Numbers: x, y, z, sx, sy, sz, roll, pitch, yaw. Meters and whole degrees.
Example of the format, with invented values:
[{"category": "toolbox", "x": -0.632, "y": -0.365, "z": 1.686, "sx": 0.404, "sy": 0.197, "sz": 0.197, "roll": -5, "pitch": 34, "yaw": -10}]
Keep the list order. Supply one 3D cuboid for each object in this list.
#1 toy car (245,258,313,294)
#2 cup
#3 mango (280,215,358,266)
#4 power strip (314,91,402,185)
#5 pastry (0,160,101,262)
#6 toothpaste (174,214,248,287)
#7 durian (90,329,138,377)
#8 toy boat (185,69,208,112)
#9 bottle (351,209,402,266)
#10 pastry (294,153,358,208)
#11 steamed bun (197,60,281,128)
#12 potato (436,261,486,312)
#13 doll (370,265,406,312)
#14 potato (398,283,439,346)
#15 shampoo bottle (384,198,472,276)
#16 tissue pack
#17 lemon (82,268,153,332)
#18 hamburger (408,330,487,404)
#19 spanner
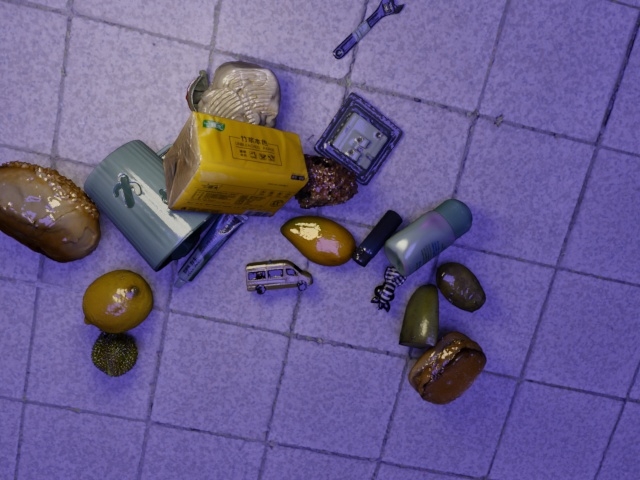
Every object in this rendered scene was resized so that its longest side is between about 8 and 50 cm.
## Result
[{"category": "toy car", "x": -0.159, "y": 0.133, "z": 1.865, "sx": 0.256, "sy": 0.101, "sz": 0.125, "roll": -6, "pitch": 99, "yaw": -1}, {"category": "cup", "x": -0.557, "y": -0.143, "z": 1.718, "sx": 0.392, "sy": 0.401, "sz": 0.310, "roll": 46, "pitch": 132, "yaw": -6}, {"category": "mango", "x": 0.000, "y": 0.000, "z": 1.841, "sx": 0.316, "sy": 0.119, "sz": 0.177, "roll": 24, "pitch": 99, "yaw": -2}, {"category": "power strip", "x": 0.144, "y": -0.369, "z": 1.779, "sx": 0.251, "sy": 0.092, "sz": 0.257, "roll": 34, "pitch": 95, "yaw": -6}, {"category": "pastry", "x": -0.939, "y": -0.102, "z": 1.651, "sx": 0.409, "sy": 0.409, "sz": 0.245, "roll": 31, "pitch": 65, "yaw": -9}, {"category": "toothpaste", "x": -0.429, "y": 0.031, "z": 1.847, "sx": 0.098, "sy": 0.061, "sz": 0.392, "roll": 39, "pitch": 96, "yaw": -8}, {"category": "durian", "x": -0.798, "y": 0.429, "z": 1.875, "sx": 0.159, "sy": 0.146, "sz": 0.198, "roll": -39, "pitch": 89, "yaw": 8}, {"category": "toy boat", "x": -0.431, "y": -0.506, "z": 1.718, "sx": 0.071, "sy": 0.089, "sz": 0.185, "roll": 15, "pitch": 110, "yaw": 39}, {"category": "bottle", "x": 0.211, "y": -0.007, "z": 1.824, "sx": 0.244, "sy": 0.072, "sz": 0.082, "roll": -51, "pitch": 143, "yaw": -15}, {"category": "pastry", "x": -0.003, "y": -0.195, "z": 1.725, "sx": 0.274, "sy": 0.275, "sz": 0.193, "roll": 15, "pitch": 87, "yaw": -6}, {"category": "steamed bun", "x": -0.282, "y": -0.471, "z": 1.681, "sx": 0.275, "sy": 0.203, "sz": 0.289, "roll": 0, "pitch": 122, "yaw": -12}, {"category": "potato", "x": 0.548, "y": 0.180, "z": 1.908, "sx": 0.251, "sy": 0.113, "sz": 0.149, "roll": 39, "pitch": 89, "yaw": -9}, {"category": "doll", "x": 0.274, "y": 0.176, "z": 1.917, "sx": 0.091, "sy": 0.067, "sz": 0.220, "roll": 27, "pitch": 94, "yaw": -6}, {"category": "potato", "x": 0.385, "y": 0.289, "z": 1.911, "sx": 0.111, "sy": 0.269, "sz": 0.256, "roll": 13, "pitch": 74, "yaw": -3}, {"category": "shampoo bottle", "x": 0.413, "y": -0.023, "z": 1.812, "sx": 0.349, "sy": 0.222, "sz": 0.151, "roll": -34, "pitch": 63, "yaw": -9}, {"category": "tissue pack", "x": -0.280, "y": -0.230, "z": 1.575, "sx": 0.381, "sy": 0.293, "sz": 0.229, "roll": 2, "pitch": 65, "yaw": -37}, {"category": "lemon", "x": -0.750, "y": 0.226, "z": 1.786, "sx": 0.253, "sy": 0.228, "sz": 0.229, "roll": -18, "pitch": 103, "yaw": 5}, {"category": "hamburger", "x": 0.495, "y": 0.498, "z": 1.900, "sx": 0.304, "sy": 0.174, "sz": 0.284, "roll": -48, "pitch": 141, "yaw": 4}, {"category": "spanner", "x": 0.169, "y": -0.763, "z": 1.731, "sx": 0.316, "sy": 0.024, "sz": 0.087, "roll": -44, "pitch": 106, "yaw": 6}]
